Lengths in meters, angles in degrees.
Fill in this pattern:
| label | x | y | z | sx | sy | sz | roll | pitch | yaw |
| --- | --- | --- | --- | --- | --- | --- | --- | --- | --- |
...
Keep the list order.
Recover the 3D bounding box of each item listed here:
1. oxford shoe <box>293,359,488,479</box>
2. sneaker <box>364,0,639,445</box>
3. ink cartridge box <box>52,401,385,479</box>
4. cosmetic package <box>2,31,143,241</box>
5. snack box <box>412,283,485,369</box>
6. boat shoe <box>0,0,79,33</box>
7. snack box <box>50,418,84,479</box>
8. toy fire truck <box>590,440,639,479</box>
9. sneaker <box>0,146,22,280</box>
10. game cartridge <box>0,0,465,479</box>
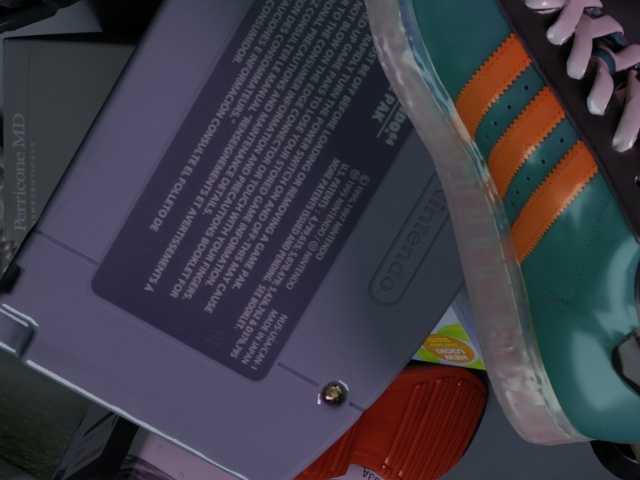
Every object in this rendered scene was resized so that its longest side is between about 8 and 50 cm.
| label | x | y | z | sx | sy | sz | roll | pitch | yaw |
| --- | --- | --- | --- | --- | --- | --- | --- | --- | --- |
| oxford shoe | 0.025 | 0.109 | 1.199 | 0.098 | 0.096 | 0.271 | 28 | -173 | 35 |
| sneaker | 0.114 | -0.053 | 0.758 | 0.121 | 0.108 | 0.302 | -9 | 107 | 35 |
| ink cartridge box | -0.075 | 0.209 | 1.272 | 0.223 | 0.307 | 0.129 | 38 | 150 | -24 |
| cosmetic package | -0.062 | -0.052 | 0.979 | 0.238 | 0.127 | 0.107 | 4 | -171 | 28 |
| snack box | 0.000 | 0.000 | 1.106 | 0.207 | 0.070 | 0.174 | 8 | 149 | 31 |
| boat shoe | -0.161 | -0.167 | 0.898 | 0.340 | 0.113 | 0.127 | -10 | 136 | 47 |
| snack box | -0.149 | 0.231 | 1.499 | 0.060 | 0.187 | 0.322 | 39 | 149 | -24 |
| toy fire truck | 0.263 | 0.036 | 0.882 | 0.246 | 0.217 | 0.158 | -15 | 154 | -14 |
| sneaker | -0.276 | -0.024 | 1.289 | 0.095 | 0.090 | 0.235 | 32 | 150 | 14 |
| game cartridge | -0.012 | -0.036 | 0.850 | 0.198 | 0.297 | 0.062 | 30 | -176 | -13 |
